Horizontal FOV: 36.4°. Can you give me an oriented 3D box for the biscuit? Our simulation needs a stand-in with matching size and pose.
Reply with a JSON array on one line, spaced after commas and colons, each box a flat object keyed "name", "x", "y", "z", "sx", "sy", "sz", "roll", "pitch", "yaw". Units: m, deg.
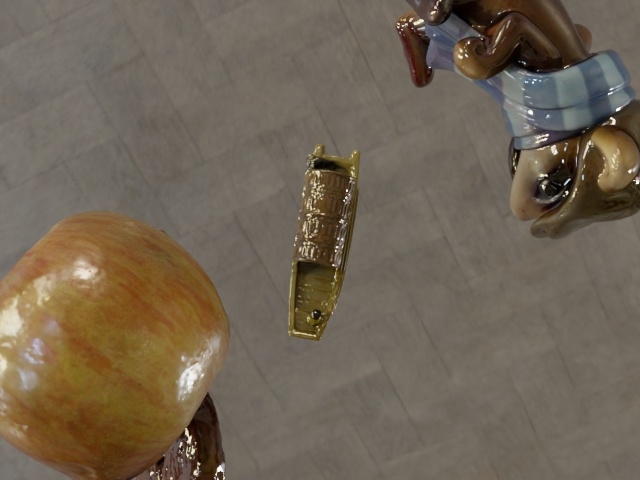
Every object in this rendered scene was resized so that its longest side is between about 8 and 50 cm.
[{"name": "biscuit", "x": -0.141, "y": 0.216, "z": 0.930, "sx": 0.049, "sy": 0.192, "sz": 0.192, "roll": -1, "pitch": 119, "yaw": -25}]

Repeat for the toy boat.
[{"name": "toy boat", "x": 0.000, "y": 0.000, "z": 1.105, "sx": 0.068, "sy": 0.088, "sz": 0.226, "roll": 9, "pitch": 82, "yaw": 6}]

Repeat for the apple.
[{"name": "apple", "x": -0.179, "y": 0.084, "z": 0.793, "sx": 0.188, "sy": 0.211, "sz": 0.211, "roll": 37, "pitch": 109, "yaw": -9}]

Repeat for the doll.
[{"name": "doll", "x": 0.226, "y": -0.158, "z": 1.060, "sx": 0.209, "sy": 0.318, "sz": 0.340, "roll": -38, "pitch": 89, "yaw": 29}]
